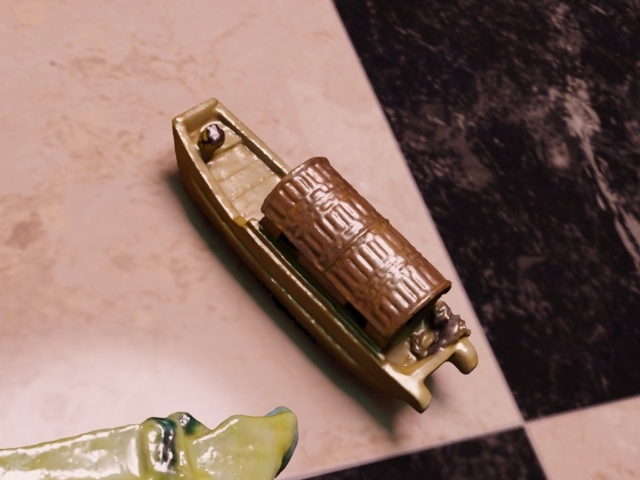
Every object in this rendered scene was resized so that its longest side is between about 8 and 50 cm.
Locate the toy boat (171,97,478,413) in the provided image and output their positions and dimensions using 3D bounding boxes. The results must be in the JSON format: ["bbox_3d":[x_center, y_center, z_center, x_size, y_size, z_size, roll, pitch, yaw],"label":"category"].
[{"bbox_3d":[0.000,0.000,0.647,0.068,0.088,0.226,-35,75,-35],"label":"toy boat"}]

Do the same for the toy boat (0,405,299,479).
[{"bbox_3d":[-0.133,0.132,0.486,0.276,0.111,0.084,-2,63,-27],"label":"toy boat"}]
